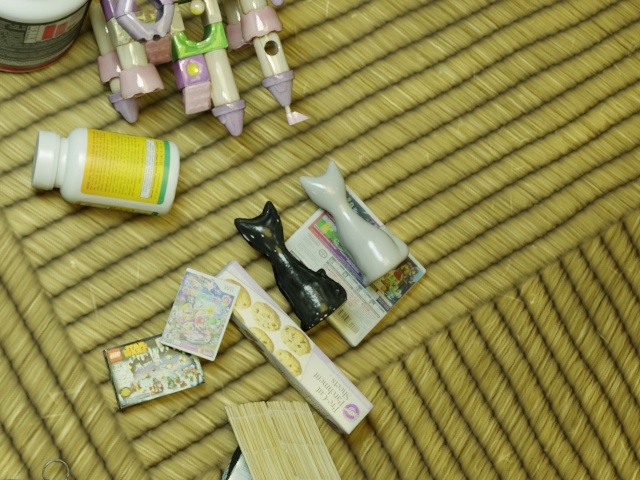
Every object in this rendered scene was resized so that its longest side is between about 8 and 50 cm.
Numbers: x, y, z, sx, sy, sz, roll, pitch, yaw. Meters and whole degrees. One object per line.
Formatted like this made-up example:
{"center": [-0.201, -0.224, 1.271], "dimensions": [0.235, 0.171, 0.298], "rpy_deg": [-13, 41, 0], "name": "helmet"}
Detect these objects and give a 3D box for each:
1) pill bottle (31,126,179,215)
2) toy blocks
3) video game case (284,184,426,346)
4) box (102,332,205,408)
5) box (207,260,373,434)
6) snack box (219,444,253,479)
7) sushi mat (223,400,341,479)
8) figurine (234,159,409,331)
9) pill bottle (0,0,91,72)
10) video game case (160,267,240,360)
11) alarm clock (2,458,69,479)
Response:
{"center": [-0.326, -0.107, 1.836], "dimensions": [0.208, 0.117, 0.117], "rpy_deg": [8, 78, -17], "name": "pill bottle"}
{"center": [-0.172, -0.274, 1.819], "dimensions": [0.289, 0.309, 0.260], "rpy_deg": [-17, 95, -20], "name": "toy blocks"}
{"center": [0.046, 0.040, 1.986], "dimensions": [0.201, 0.023, 0.183], "rpy_deg": [47, 70, -5], "name": "video game case"}
{"center": [-0.254, 0.193, 1.855], "dimensions": [0.137, 0.027, 0.093], "rpy_deg": [-16, 85, -20], "name": "box"}
{"center": [-0.053, 0.169, 1.908], "dimensions": [0.067, 0.063, 0.324], "rpy_deg": [-44, 96, -18], "name": "box"}
{"center": [-0.110, 0.486, 1.834], "dimensions": [0.187, 0.060, 0.322], "rpy_deg": [32, 72, -10], "name": "snack box"}
{"center": [-0.030, 0.363, 1.794], "dimensions": [0.151, 0.019, 0.316], "rpy_deg": [2, 42, -30], "name": "sushi mat"}
{"center": [0.000, 0.000, 1.924], "dimensions": [0.215, 0.092, 0.209], "rpy_deg": [-35, 88, -21], "name": "figurine"}
{"center": [-0.420, -0.386, 1.722], "dimensions": [0.210, 0.363, 0.210], "rpy_deg": [3, 80, -18], "name": "pill bottle"}
{"center": [-0.183, 0.112, 1.848], "dimensions": [0.087, 0.011, 0.122], "rpy_deg": [20, 91, -5], "name": "video game case"}
{"center": [-0.431, 0.394, 1.745], "dimensions": [0.129, 0.064, 0.192], "rpy_deg": [42, 67, -7], "name": "alarm clock"}
